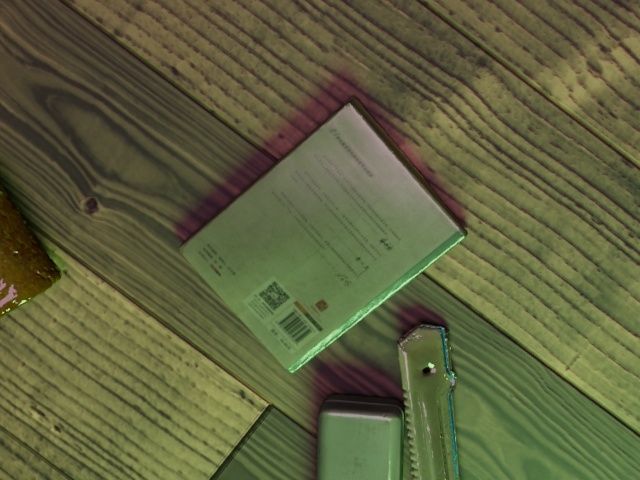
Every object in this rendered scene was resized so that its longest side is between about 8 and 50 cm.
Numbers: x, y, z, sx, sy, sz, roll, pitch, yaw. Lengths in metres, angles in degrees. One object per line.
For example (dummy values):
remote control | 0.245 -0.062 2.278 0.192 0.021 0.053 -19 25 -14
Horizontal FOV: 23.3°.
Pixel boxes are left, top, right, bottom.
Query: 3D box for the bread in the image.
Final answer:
bread | -0.404 0.007 1.833 0.132 0.103 0.172 -31 100 0

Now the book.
book | 0.000 0.000 1.807 0.283 0.025 0.215 -38 98 18

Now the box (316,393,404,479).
box | 0.047 0.308 1.872 0.103 0.055 0.243 4 107 8

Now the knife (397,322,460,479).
knife | 0.144 0.271 1.855 0.089 0.043 0.365 -14 103 -21
